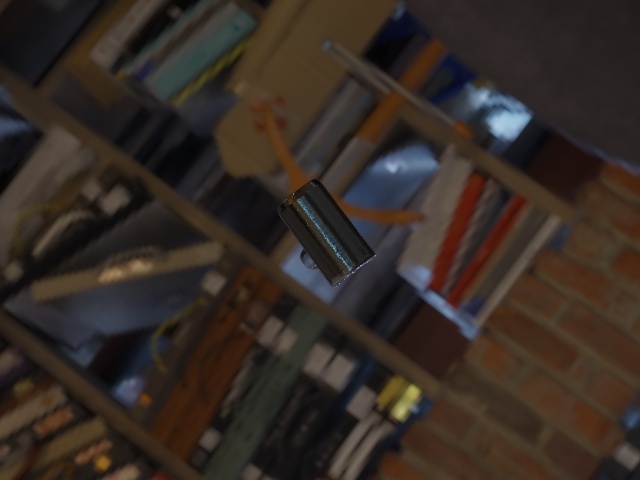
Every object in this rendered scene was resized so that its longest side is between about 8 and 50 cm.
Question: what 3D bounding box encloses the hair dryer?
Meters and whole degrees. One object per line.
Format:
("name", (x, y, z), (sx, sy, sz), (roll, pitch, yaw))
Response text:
("hair dryer", (0.000, 0.000, 0.747), (0.047, 0.026, 0.083), (55, 172, 3))
